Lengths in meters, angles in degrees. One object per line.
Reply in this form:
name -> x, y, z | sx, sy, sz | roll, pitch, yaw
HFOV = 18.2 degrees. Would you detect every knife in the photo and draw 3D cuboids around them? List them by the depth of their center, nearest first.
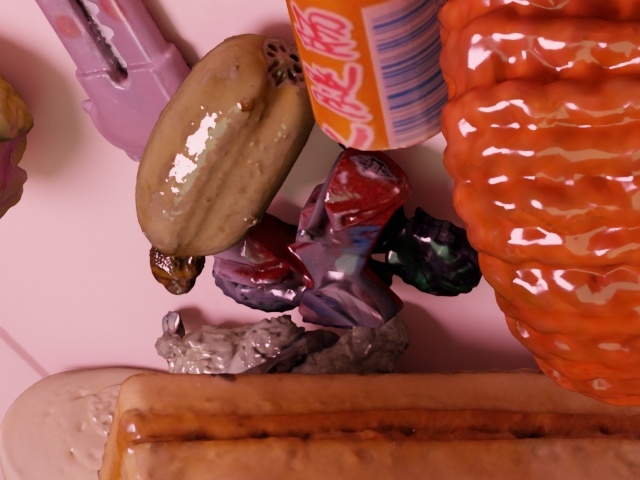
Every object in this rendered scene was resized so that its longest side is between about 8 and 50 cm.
knife -> -0.174, -0.195, 1.200 | 0.132, 0.038, 0.399 | -3, 133, 34

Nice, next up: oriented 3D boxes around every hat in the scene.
hat -> 0.269, -0.084, 0.968 | 0.400, 0.285, 0.285 | -15, 128, 19

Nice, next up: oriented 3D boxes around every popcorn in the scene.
popcorn -> -0.250, -0.063, 1.318 | 0.126, 0.126, 0.145 | 45, -173, 18

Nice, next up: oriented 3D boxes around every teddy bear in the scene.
teddy bear -> -0.034, 0.111, 1.405 | 0.213, 0.111, 0.133 | 1, 136, 27

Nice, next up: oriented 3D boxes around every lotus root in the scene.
lotus root -> -0.066, -0.049, 1.244 | 0.090, 0.077, 0.183 | 13, 124, -25

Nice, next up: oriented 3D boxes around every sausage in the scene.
sausage -> 0.011, -0.192, 1.064 | 0.093, 0.093, 0.312 | 7, 137, 21

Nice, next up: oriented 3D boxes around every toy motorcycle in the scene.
toy motorcycle -> 0.000, 0.001, 1.288 | 0.213, 0.082, 0.122 | -9, 127, 40

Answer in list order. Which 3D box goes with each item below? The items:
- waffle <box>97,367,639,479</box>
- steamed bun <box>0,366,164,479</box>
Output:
waffle -> 0.036, 0.200, 1.342 | 0.376, 0.114, 0.261 | 1, 138, -16
steamed bun -> -0.122, 0.213, 1.530 | 0.250, 0.155, 0.200 | 10, 137, 21
